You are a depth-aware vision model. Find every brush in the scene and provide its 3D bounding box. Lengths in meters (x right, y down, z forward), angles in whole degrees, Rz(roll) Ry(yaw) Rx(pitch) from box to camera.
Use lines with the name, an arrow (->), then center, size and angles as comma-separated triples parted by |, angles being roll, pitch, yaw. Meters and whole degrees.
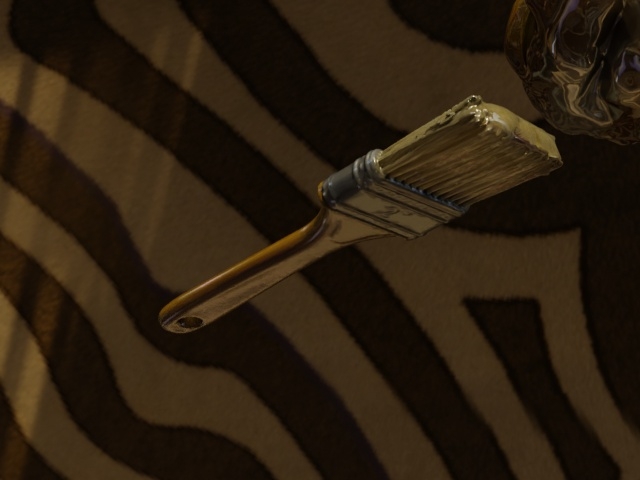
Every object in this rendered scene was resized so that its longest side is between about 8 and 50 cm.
brush -> 0.000, 0.000, 0.367 | 0.043, 0.014, 0.170 | 21, 144, -38

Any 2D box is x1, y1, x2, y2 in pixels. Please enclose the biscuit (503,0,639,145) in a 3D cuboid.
biscuit -> 0.190, -0.196, 0.496 | 0.103, 0.332, 0.332 | 30, 114, 9
